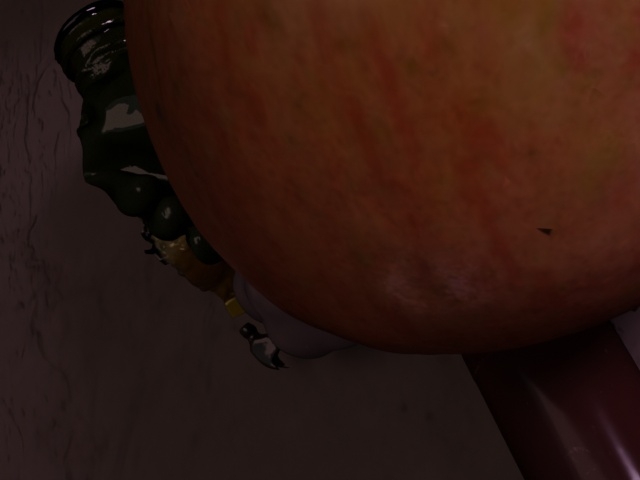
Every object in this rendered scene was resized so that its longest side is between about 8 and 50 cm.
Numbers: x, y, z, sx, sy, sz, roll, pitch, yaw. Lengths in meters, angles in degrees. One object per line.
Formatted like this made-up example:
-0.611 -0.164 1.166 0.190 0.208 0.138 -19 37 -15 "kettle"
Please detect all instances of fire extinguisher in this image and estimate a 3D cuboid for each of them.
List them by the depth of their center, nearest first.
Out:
0.175 0.140 0.613 0.105 0.105 0.269 -43 56 31 "fire extinguisher"

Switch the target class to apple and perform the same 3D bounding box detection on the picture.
0.070 -0.131 0.554 0.364 0.364 0.363 -8 79 43 "apple"

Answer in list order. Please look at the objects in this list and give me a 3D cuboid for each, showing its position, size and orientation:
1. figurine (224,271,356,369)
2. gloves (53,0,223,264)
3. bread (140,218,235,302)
0.000 0.000 0.790 0.112 0.137 0.229 -94 17 -79 "figurine"
-0.108 -0.070 0.758 0.135 0.107 0.268 -37 53 5 "gloves"
-0.096 -0.086 0.882 0.134 0.129 0.260 -38 65 19 "bread"
